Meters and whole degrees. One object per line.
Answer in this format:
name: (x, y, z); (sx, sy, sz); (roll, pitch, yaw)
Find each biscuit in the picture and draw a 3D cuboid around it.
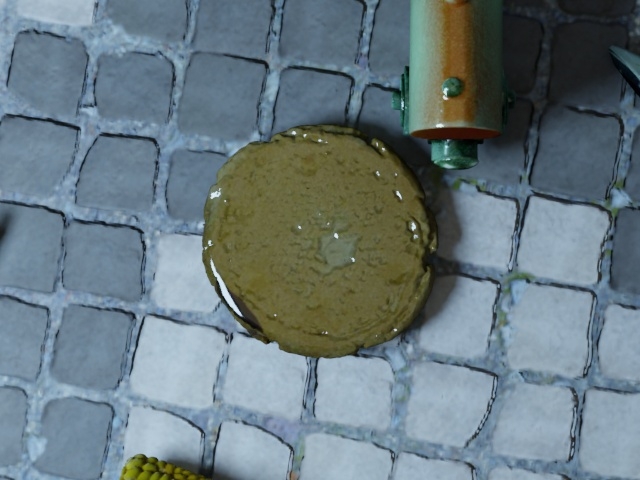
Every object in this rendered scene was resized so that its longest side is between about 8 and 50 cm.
biscuit: (0.000, 0.000, 1.732); (0.226, 0.042, 0.225); (0, 84, 3)

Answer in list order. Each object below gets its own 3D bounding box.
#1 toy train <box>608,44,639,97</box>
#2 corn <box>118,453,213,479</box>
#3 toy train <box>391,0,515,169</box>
toy train: (0.357, -0.091, 1.718); (0.048, 0.055, 0.252); (-40, 86, -1)
corn: (-0.044, 0.284, 1.684); (0.310, 0.101, 0.101); (21, 87, 2)
toy train: (0.119, -0.208, 1.676); (0.116, 0.177, 0.285); (2, 87, 3)
